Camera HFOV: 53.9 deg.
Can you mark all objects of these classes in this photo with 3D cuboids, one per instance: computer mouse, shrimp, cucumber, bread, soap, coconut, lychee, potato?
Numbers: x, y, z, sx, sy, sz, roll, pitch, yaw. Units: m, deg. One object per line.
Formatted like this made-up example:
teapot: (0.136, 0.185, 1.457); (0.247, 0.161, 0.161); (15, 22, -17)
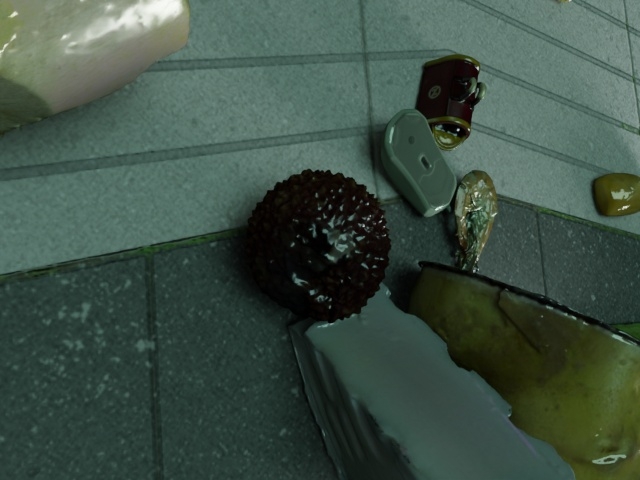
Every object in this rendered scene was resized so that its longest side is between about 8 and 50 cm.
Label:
computer mouse: (0.141, -0.108, 0.918); (0.089, 0.056, 0.181); (-46, 117, -18)
shrimp: (0.231, -0.023, 0.959); (0.099, 0.041, 0.180); (26, 75, -47)
cucumber: (0.599, 0.182, 1.145); (0.220, 0.070, 0.046); (-1, 113, -29)
bread: (0.563, -0.087, 1.165); (0.115, 0.056, 0.082); (-1, 82, -31)
soap: (0.106, 0.170, 0.723); (0.159, 0.302, 0.257); (-17, 89, -28)
coconut: (-0.276, -0.258, 0.573); (0.309, 0.297, 0.297); (-40, 103, -27)
lychee: (0.000, 0.000, 0.756); (0.188, 0.188, 0.188); (5, 80, -30)
potato: (0.272, 0.235, 0.829); (0.397, 0.290, 0.296); (24, 84, -14)

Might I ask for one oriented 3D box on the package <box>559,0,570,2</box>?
package: (0.425, -0.505, 1.160); (0.108, 0.031, 0.120); (13, 76, -29)

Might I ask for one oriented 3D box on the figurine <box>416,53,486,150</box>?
figurine: (0.205, -0.204, 0.948); (0.082, 0.098, 0.154); (22, 69, -30)
